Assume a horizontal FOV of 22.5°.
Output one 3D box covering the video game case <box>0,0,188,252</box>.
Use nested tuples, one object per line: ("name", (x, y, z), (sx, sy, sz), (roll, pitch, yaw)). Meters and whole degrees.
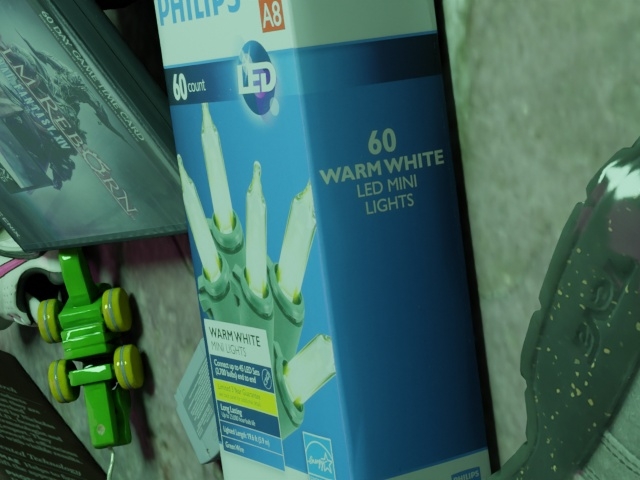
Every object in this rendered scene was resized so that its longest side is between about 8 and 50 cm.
("video game case", (-0.169, -0.079, 0.909), (0.196, 0.026, 0.274), (53, 154, -18))

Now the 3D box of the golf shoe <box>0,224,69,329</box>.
("golf shoe", (-0.216, 0.032, 1.135), (0.086, 0.067, 0.186), (67, 148, 17))

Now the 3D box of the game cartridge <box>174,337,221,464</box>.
("game cartridge", (-0.061, 0.093, 0.939), (0.056, 0.017, 0.083), (66, 149, 28))

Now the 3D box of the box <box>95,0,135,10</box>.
("box", (-0.112, -0.230, 0.824), (0.261, 0.103, 0.184), (-11, 88, 60))

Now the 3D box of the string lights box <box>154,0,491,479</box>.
("string lights box", (0.000, 0.000, 0.735), (0.133, 0.077, 0.259), (3, 103, 60))

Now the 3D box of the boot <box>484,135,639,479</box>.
("boot", (0.146, 0.140, 0.506), (0.223, 0.118, 0.338), (43, 144, 32))

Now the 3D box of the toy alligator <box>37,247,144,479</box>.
("toy alligator", (-0.140, 0.092, 1.044), (0.051, 0.056, 0.189), (-9, -93, -79))

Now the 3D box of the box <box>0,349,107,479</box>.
("box", (-0.238, 0.221, 1.098), (0.191, 0.143, 0.381), (-58, 39, 4))
